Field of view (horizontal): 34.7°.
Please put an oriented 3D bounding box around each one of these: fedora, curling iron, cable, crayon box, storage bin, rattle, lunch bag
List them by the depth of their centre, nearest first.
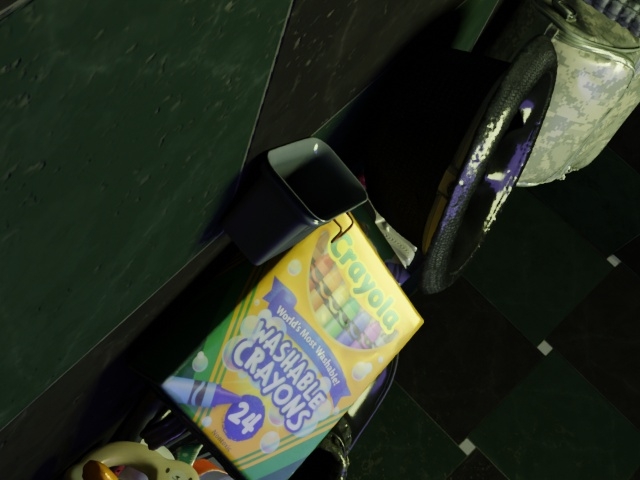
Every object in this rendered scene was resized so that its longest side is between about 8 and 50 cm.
[{"bbox_3d":[-0.025,-0.028,0.981,0.091,0.098,0.135,-43,175,27],"label":"storage bin"},{"bbox_3d":[-0.022,0.092,1.112,0.323,0.203,0.083,-47,-147,-18],"label":"crayon box"},{"bbox_3d":[-0.181,0.251,1.155,0.200,0.130,0.142,-9,128,-30],"label":"rattle"},{"bbox_3d":[0.149,-0.107,1.212,0.334,0.152,0.334,-52,161,-26],"label":"fedora"},{"bbox_3d":[-0.253,0.271,1.241,0.274,0.035,0.068,-53,170,18],"label":"curling iron"},{"bbox_3d":[-0.121,0.184,1.250,0.139,0.072,0.287,-24,-168,13],"label":"cable"},{"bbox_3d":[0.322,-0.227,1.488,0.256,0.212,0.305,-16,149,-43],"label":"lunch bag"}]

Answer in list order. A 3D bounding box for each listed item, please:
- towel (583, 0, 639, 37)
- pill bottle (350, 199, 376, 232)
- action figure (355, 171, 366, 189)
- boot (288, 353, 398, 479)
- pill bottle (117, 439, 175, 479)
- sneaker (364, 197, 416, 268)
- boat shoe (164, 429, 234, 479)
[{"bbox_3d":[0.416,-0.361,1.269,0.284,0.235,0.121,-40,163,-49],"label":"towel"},{"bbox_3d":[0.000,0.000,1.224,0.137,0.078,0.078,-46,170,-23],"label":"pill bottle"},{"bbox_3d":[0.043,-0.056,1.365,0.038,0.030,0.115,-34,160,-44],"label":"action figure"},{"bbox_3d":[0.012,0.267,1.541,0.260,0.131,0.348,9,104,-81],"label":"boot"},{"bbox_3d":[-0.252,0.331,1.329,0.152,0.086,0.086,-54,170,23],"label":"pill bottle"},{"bbox_3d":[0.019,0.078,1.466,0.321,0.124,0.180,-51,176,-27],"label":"sneaker"},{"bbox_3d":[-0.160,0.283,1.414,0.335,0.119,0.121,-26,160,26],"label":"boat shoe"}]
